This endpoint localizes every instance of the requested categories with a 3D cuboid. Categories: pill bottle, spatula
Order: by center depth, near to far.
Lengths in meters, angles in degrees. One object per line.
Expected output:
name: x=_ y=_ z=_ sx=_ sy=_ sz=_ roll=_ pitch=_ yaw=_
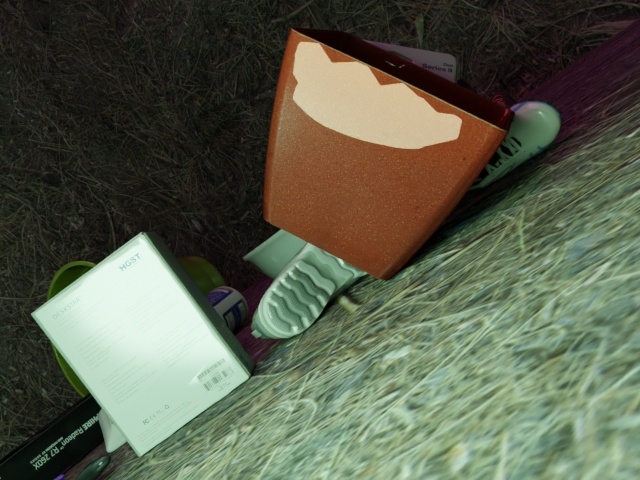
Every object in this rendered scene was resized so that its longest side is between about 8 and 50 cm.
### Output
spatula: x=-0.363 y=0.350 z=1.110 sx=0.296 sy=0.030 sz=0.084 roll=-34 pitch=0 yaw=42
pill bottle: x=-0.252 y=0.187 z=1.795 sx=0.112 sy=0.112 sz=0.187 roll=-35 pitch=2 yaw=27

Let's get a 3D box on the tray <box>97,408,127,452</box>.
tray: x=-0.266 y=0.239 z=1.337 sx=0.270 sy=0.030 sz=0.145 roll=-37 pitch=26 yaw=-9

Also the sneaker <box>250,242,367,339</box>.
sneaker: x=-0.008 y=0.043 z=1.150 sx=0.281 sy=0.105 sz=0.115 roll=-38 pitch=3 yaw=-36

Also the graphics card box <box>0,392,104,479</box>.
graphics card box: x=-0.551 y=0.428 z=1.558 sx=0.233 sy=0.094 sz=0.371 roll=-34 pitch=2 yaw=37

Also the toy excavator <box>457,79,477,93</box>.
toy excavator: x=0.149 y=-0.151 z=1.750 sx=0.222 sy=0.445 sz=0.433 roll=-36 pitch=43 yaw=-25

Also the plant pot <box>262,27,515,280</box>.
plant pot: x=0.071 y=-0.106 z=1.003 sx=0.235 sy=0.267 sz=0.267 roll=-66 pitch=-8 yaw=18

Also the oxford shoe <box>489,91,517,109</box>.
oxford shoe: x=0.331 y=-0.214 z=1.423 sx=0.097 sy=0.098 sz=0.271 roll=-36 pitch=2 yaw=16

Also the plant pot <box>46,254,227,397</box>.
plant pot: x=-0.423 y=0.190 z=1.947 sx=0.366 sy=0.366 sz=0.353 roll=-35 pitch=-9 yaw=37

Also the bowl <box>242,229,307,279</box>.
bowl: x=0.000 y=0.000 z=1.578 sx=0.298 sy=0.134 sz=0.298 roll=-36 pitch=1 yaw=1

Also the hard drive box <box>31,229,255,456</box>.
hard drive box: x=-0.227 y=0.131 z=1.028 sx=0.181 sy=0.232 sz=0.089 roll=-36 pitch=2 yaw=2

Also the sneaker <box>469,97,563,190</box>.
sneaker: x=0.251 y=-0.124 z=1.128 sx=0.237 sy=0.085 sz=0.086 roll=-33 pitch=20 yaw=52

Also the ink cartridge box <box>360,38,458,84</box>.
ink cartridge box: x=0.090 y=-0.171 z=1.270 sx=0.289 sy=0.211 sz=0.121 roll=97 pitch=-179 yaw=-56
